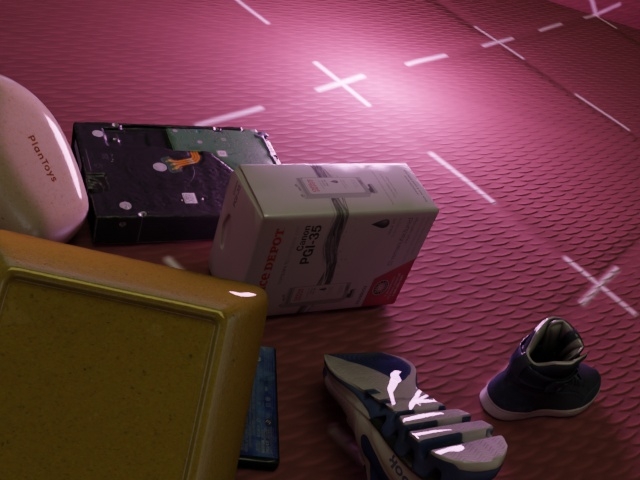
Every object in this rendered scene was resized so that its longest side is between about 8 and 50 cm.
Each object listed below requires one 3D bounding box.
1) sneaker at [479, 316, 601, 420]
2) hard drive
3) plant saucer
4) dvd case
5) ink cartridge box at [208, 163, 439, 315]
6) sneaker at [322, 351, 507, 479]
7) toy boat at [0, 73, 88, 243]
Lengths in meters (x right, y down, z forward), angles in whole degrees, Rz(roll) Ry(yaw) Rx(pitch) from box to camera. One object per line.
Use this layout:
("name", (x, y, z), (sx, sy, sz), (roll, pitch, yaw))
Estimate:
("sneaker", (0.362, 0.185, 1.077), (0.226, 0.163, 0.086), (-4, 44, -31))
("hard drive", (-0.217, -0.098, 1.200), (0.339, 0.064, 0.237), (-4, 46, -28))
("plant saucer", (-0.233, 0.167, 0.747), (0.333, 0.081, 0.333), (13, 72, -11))
("dvd case", (-0.177, 0.194, 0.920), (0.253, 0.022, 0.180), (10, 42, -15))
("ink cartridge box", (0.000, 0.000, 1.078), (0.283, 0.207, 0.117), (-4, 44, -28))
("sneaker", (0.087, 0.265, 0.889), (0.127, 0.182, 0.315), (3, 14, -25))
("toy boat", (-0.463, -0.081, 0.947), (0.318, 0.148, 0.267), (-38, 110, -59))
